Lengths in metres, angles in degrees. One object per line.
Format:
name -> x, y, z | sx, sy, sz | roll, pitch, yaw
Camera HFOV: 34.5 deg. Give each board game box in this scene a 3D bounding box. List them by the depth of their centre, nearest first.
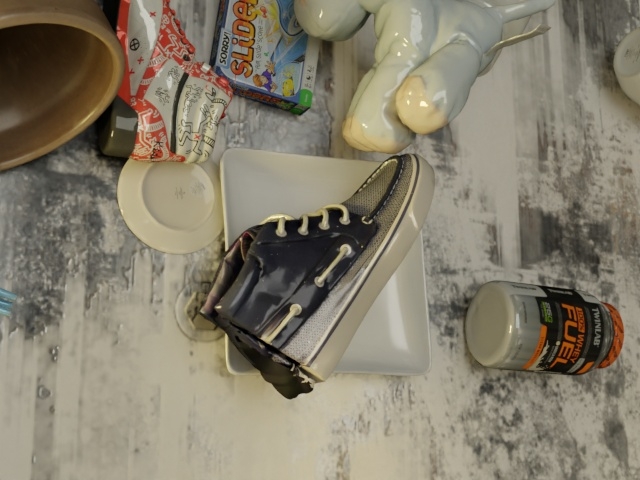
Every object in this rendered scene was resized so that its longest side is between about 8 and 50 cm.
board game box -> -0.066, -0.275, 1.329 | 0.136, 0.035, 0.201 | 14, 72, -23

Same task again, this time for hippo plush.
hippo plush -> 0.088, -0.263, 1.248 | 0.236, 0.294, 0.234 | 49, 32, -14

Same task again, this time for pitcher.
pitcher -> 0.539, -0.223, 1.577 | 0.207, 0.125, 0.177 | 21, 84, -32

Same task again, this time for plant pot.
plant pot -> -0.369, -0.228, 1.071 | 0.263, 0.263, 0.229 | -21, 70, -29

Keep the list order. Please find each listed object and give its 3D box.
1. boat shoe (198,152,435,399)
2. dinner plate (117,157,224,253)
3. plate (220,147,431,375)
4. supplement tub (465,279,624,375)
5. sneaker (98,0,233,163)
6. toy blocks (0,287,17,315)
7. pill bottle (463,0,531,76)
boat shoe -> 0.000, 0.000, 1.190 | 0.158, 0.127, 0.340 | 39, 64, -19
dinner plate -> -0.172, -0.054, 1.235 | 0.141, 0.017, 0.141 | 7, 75, -26
plate -> 0.003, 0.031, 1.284 | 0.277, 0.045, 0.278 | 3, 77, -25
supplement tub -> 0.299, 0.118, 1.367 | 0.190, 0.117, 0.117 | 7, 75, -24
sneaker -> -0.182, -0.220, 1.229 | 0.145, 0.090, 0.270 | 7, 74, -26
toy blocks -> -0.386, 0.013, 1.091 | 0.148, 0.054, 0.123 | 21, 70, -20
pill bottle -> 0.238, -0.345, 1.441 | 0.131, 0.131, 0.229 | 36, 65, -14
